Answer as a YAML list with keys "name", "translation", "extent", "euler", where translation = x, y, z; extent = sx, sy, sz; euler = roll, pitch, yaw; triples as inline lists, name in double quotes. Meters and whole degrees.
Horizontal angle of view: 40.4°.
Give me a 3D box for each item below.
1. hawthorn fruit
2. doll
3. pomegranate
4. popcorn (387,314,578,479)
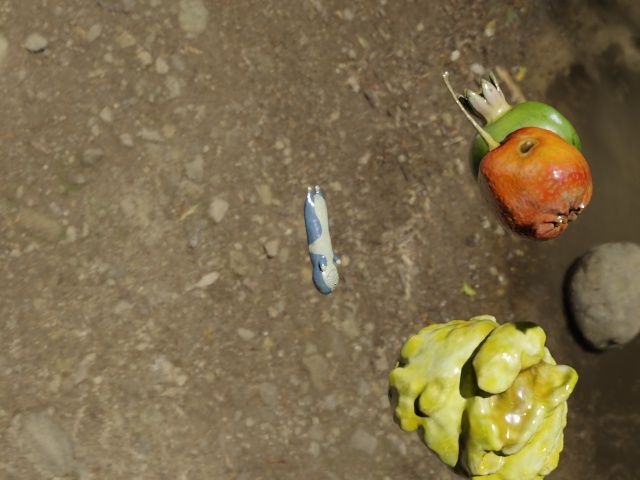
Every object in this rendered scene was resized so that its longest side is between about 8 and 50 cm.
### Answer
- name: "hawthorn fruit"
  translation: [0.264, -0.125, 1.278]
  extent: [0.285, 0.165, 0.165]
  euler: [44, 48, 17]
- name: "doll"
  translation: [0.000, 0.000, 0.989]
  extent: [0.037, 0.027, 0.125]
  euler: [-17, 101, -56]
- name: "pomegranate"
  translation: [0.313, -0.165, 1.418]
  extent: [0.187, 0.187, 0.225]
  euler: [-40, 97, -39]
- name: "popcorn"
  translation: [0.242, 0.232, 1.243]
  extent: [0.235, 0.241, 0.250]
  euler: [-46, 115, -18]
